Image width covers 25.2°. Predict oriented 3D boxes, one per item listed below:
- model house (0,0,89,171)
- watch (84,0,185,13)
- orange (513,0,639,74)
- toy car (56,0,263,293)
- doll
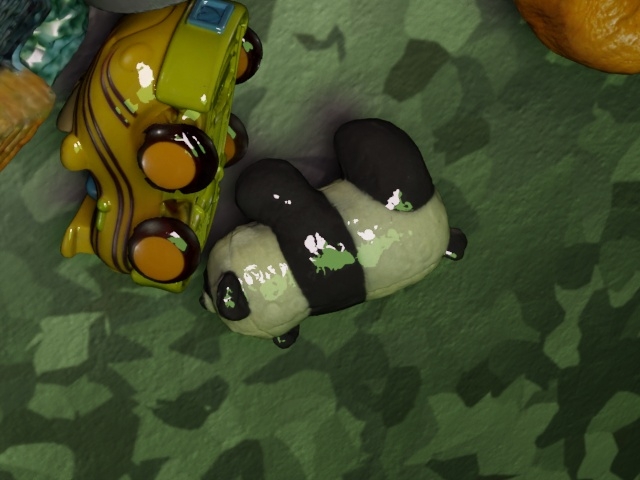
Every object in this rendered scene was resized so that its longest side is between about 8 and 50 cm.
[{"bbox_3d":[-0.280,-0.111,1.019,0.226,0.241,0.261,34,98,-31],"label":"model house"},{"bbox_3d":[-0.088,-0.329,0.979,0.327,0.335,0.314,-28,132,15],"label":"watch"},{"bbox_3d":[0.269,-0.272,1.214,0.249,0.183,0.249,-14,139,-12],"label":"orange"},{"bbox_3d":[-0.138,-0.083,1.141,0.142,0.200,0.248,13,122,2],"label":"toy car"},{"bbox_3d":[0.001,-0.001,1.240,0.234,0.135,0.143,-21,152,-9],"label":"doll"}]
